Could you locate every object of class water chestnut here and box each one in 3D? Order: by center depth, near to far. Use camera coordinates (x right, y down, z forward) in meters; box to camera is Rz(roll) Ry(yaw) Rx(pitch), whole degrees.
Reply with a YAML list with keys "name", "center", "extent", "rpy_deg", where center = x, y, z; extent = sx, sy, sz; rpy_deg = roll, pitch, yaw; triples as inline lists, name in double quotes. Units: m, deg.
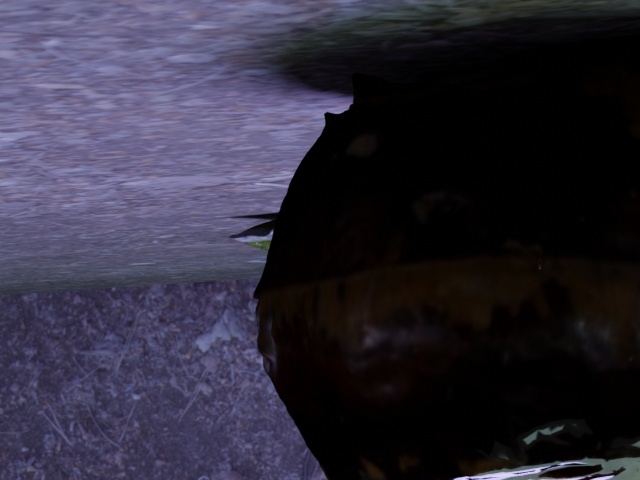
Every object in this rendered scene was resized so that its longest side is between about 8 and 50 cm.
- name: "water chestnut"
  center: [0.114, 0.053, 0.832]
  extent: [0.300, 0.300, 0.300]
  rpy_deg: [-4, 177, 0]

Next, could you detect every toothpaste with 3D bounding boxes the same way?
- name: "toothpaste"
  center: [0.000, 0.000, 1.757]
  extent: [0.078, 0.047, 0.248]
  rpy_deg: [-7, 174, 23]
